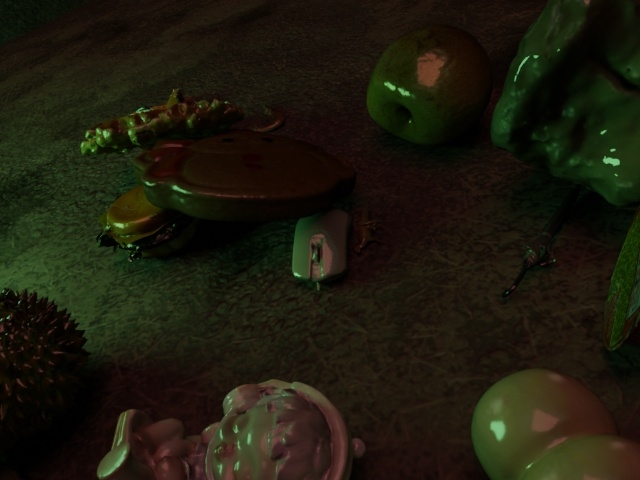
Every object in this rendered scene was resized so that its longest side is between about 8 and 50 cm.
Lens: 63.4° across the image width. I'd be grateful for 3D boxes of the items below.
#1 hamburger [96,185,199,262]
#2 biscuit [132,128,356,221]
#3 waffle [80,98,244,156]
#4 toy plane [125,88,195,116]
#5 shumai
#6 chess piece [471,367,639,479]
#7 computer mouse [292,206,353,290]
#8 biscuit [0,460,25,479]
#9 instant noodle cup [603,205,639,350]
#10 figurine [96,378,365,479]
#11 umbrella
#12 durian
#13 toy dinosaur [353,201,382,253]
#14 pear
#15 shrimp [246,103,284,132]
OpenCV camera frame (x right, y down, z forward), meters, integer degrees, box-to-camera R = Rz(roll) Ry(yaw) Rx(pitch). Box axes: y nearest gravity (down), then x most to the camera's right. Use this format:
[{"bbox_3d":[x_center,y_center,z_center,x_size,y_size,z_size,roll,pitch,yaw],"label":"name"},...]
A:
[{"bbox_3d":[-0.286,-0.031,0.886,0.190,0.093,0.164,-26,39,-14],"label":"hamburger"},{"bbox_3d":[-0.132,-0.127,0.892,0.360,0.074,0.381,-1,28,-13],"label":"biscuit"},{"bbox_3d":[-0.313,-0.225,1.043,0.325,0.068,0.302,-13,10,-12],"label":"waffle"},{"bbox_3d":[-0.400,-0.315,1.280,0.189,0.062,0.135,-19,39,18],"label":"toy plane"},{"bbox_3d":[0.446,-0.168,0.652,0.398,0.324,0.323,-11,52,-38],"label":"shumai"},{"bbox_3d":[0.224,0.230,0.397,0.167,0.166,0.299,-21,34,-5],"label":"chess piece"},{"bbox_3d":[0.000,0.000,0.789,0.089,0.056,0.181,-9,41,15],"label":"computer mouse"},{"bbox_3d":[-0.368,0.339,0.539,0.133,0.032,0.249,-14,40,3],"label":"biscuit"},{"bbox_3d":[0.422,0.054,0.510,0.212,0.193,0.193,17,49,19],"label":"instant noodle cup"},{"bbox_3d":[-0.077,0.211,0.505,0.237,0.141,0.162,-9,46,8],"label":"figurine"},{"bbox_3d":[0.320,-0.013,0.711,0.044,0.044,0.269,40,61,10],"label":"umbrella"},{"bbox_3d":[-0.439,0.163,0.614,0.291,0.291,0.224,17,91,33],"label":"durian"},{"bbox_3d":[0.077,-0.025,0.810,0.041,0.026,0.113,-10,47,34],"label":"toy dinosaur"},{"bbox_3d":[0.204,-0.282,0.936,0.229,0.188,0.211,27,68,39],"label":"pear"},{"bbox_3d":[-0.130,-0.275,1.167,0.083,0.023,0.114,-27,45,-8],"label":"shrimp"}]
